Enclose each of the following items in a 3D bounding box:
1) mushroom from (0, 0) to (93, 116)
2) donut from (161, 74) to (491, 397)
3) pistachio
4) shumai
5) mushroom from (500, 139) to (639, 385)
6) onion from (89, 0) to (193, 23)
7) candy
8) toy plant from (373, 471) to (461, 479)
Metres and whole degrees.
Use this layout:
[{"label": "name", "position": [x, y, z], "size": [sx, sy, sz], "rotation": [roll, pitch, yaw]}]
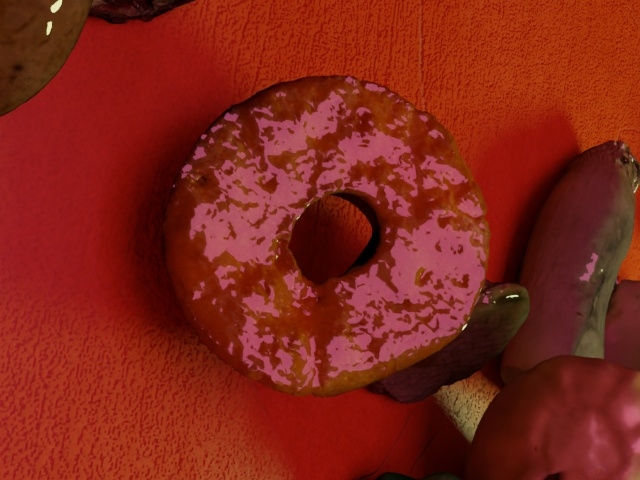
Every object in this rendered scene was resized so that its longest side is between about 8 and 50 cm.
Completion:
[{"label": "mushroom", "position": [-0.268, -0.223, 0.572], "size": [0.263, 0.195, 0.283], "rotation": [22, 69, 6]}, {"label": "donut", "position": [0.000, 0.000, 0.813], "size": [0.303, 0.110, 0.302], "rotation": [3, 80, -16]}, {"label": "pistachio", "position": [0.258, 0.254, 0.968], "size": [0.193, 0.318, 0.214], "rotation": [42, 53, 21]}, {"label": "shumai", "position": [0.121, 0.083, 0.967], "size": [0.201, 0.201, 0.120], "rotation": [-1, 47, -41]}, {"label": "mushroom", "position": [0.339, 0.029, 1.148], "size": [0.177, 0.126, 0.396], "rotation": [36, 64, -44]}, {"label": "onion", "position": [-0.163, -0.268, 0.750], "size": [0.206, 0.098, 0.151], "rotation": [-24, 104, -39]}, {"label": "candy", "position": [0.457, 0.183, 1.216], "size": [0.116, 0.156, 0.265], "rotation": [42, 62, -34]}, {"label": "toy plant", "position": [0.132, 0.346, 0.933], "size": [0.240, 0.155, 0.088], "rotation": [60, 27, -12]}]
